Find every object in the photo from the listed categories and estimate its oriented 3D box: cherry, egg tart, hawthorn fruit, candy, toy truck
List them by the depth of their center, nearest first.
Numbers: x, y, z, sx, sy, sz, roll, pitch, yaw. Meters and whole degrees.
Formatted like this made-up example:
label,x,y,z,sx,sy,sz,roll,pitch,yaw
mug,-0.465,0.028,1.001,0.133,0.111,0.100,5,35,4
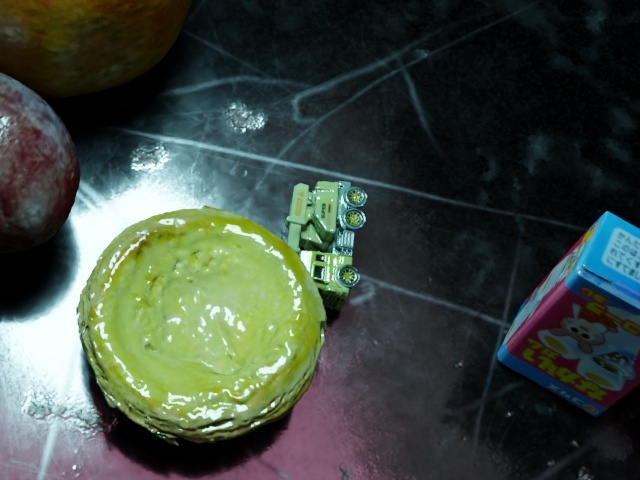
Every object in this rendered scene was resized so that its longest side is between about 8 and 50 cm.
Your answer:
label,x,y,z,sx,sy,sz,roll,pitch,yaw
cherry,-0.413,-0.102,1.478,0.203,0.230,0.300,-50,121,-12
candy,0.343,0.099,1.505,0.157,0.306,0.100,29,62,3
egg tart,-0.146,0.108,1.515,0.315,0.120,0.315,5,64,-10
hawthorn fruit,-0.321,-0.378,1.531,0.403,0.403,0.403,4,66,-9
toy truck,0.000,0.000,1.612,0.100,0.077,0.169,10,66,-9
